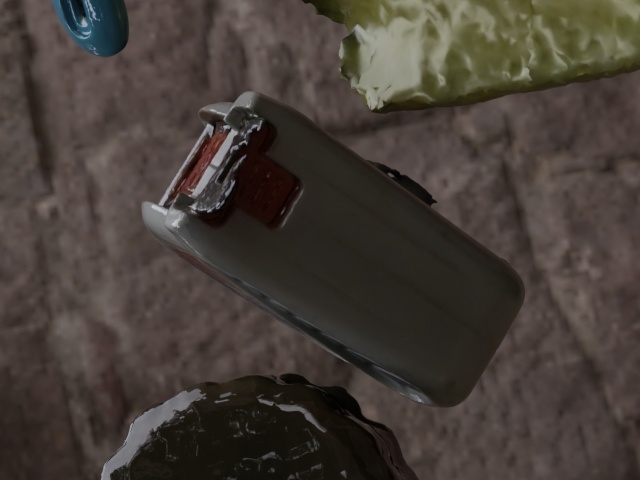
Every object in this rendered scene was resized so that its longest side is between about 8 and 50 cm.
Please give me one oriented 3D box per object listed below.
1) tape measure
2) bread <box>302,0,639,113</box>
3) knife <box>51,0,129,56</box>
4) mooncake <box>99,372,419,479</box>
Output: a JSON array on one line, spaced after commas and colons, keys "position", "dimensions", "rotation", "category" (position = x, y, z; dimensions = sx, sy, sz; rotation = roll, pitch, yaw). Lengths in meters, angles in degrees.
[{"position": [0.000, 0.000, 1.148], "dimensions": [0.130, 0.258, 0.265], "rotation": [-60, 22, -4], "category": "tape measure"}, {"position": [0.119, -0.166, 0.557], "dimensions": [0.233, 0.361, 0.245], "rotation": [60, -168, -14], "category": "bread"}, {"position": [-0.138, -0.191, 0.829], "dimensions": [0.064, 0.031, 0.222], "rotation": [16, 132, 35], "category": "knife"}, {"position": [-0.037, 0.203, 1.123], "dimensions": [0.124, 0.228, 0.228], "rotation": [27, -132, -71], "category": "mooncake"}]
